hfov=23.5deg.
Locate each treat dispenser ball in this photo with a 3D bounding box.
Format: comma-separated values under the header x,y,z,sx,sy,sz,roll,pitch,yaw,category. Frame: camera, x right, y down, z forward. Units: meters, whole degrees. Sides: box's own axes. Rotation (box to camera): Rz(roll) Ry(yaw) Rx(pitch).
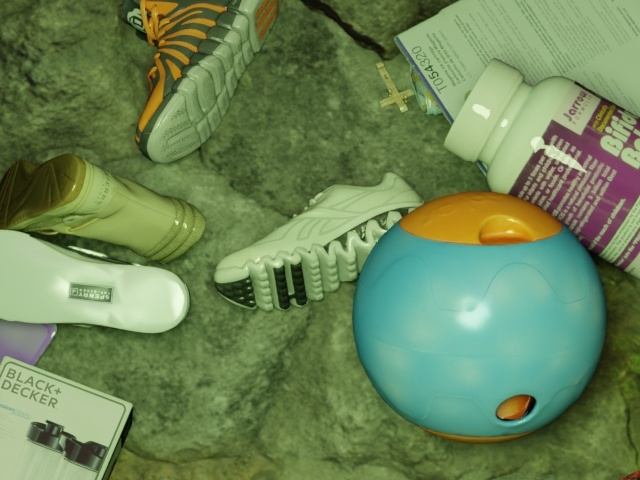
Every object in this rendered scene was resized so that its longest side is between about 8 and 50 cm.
x,y,z,sx,sy,sz,roll,pitch,yaw,category
0.180,0.088,1.756,0.288,0.288,0.288,-1,64,2,treat dispenser ball

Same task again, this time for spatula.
x,y,z,sx,sy,sz,roll,pitch,yaw,category
-0.438,0.201,1.871,0.084,0.030,0.296,31,70,17,spatula

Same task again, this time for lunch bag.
x,y,z,sx,sy,sz,roll,pitch,yaw,category
0.160,-0.202,2.026,0.071,0.053,0.083,-16,55,-7,lunch bag

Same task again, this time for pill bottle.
x,y,z,sx,sy,sz,roll,pitch,yaw,category
0.305,-0.091,1.828,0.301,0.169,0.169,30,69,5,pill bottle

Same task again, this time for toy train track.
x,y,z,sx,sy,sz,roll,pitch,yaw,category
0.094,-0.206,2.052,0.048,0.014,0.083,-23,65,-8,toy train track

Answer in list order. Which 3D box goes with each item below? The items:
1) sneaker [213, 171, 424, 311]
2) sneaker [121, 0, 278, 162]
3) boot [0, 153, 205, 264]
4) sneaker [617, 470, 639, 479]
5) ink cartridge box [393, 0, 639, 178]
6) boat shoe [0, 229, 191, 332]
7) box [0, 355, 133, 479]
x,y,z,sx,sy,sz,roll,pitch,yaw,category
0.000,0.000,1.916,0.292,0.110,0.118,-17,57,-15,sneaker
-0.199,-0.244,2.038,0.180,0.124,0.321,20,56,16,sneaker
-0.283,-0.033,1.930,0.203,0.262,0.095,21,72,-32,boot
0.336,0.348,1.745,0.262,0.104,0.125,-30,84,-7,sneaker
0.311,-0.198,1.986,0.330,0.071,0.324,-29,76,-11,ink cartridge box
-0.305,0.054,1.897,0.301,0.102,0.108,7,86,0,boat shoe
-0.346,0.298,1.777,0.169,0.087,0.290,22,67,2,box
